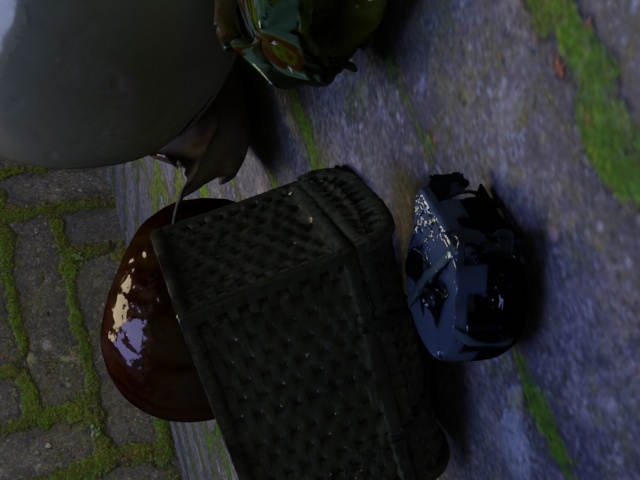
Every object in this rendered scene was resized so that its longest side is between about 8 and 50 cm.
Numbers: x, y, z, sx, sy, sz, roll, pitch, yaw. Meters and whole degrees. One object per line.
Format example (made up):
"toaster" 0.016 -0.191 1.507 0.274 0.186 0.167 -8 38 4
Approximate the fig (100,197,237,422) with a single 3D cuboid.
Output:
"fig" -0.119 0.075 0.910 0.235 0.215 0.234 173 90 -87

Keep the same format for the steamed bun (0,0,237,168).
"steamed bun" -0.183 -0.208 0.772 0.334 0.233 0.311 -44 37 50

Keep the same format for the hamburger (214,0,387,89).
"hamburger" -0.018 -0.205 0.542 0.235 0.125 0.214 173 80 -76

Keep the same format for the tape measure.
"tape measure" 0.081 0.021 0.486 0.091 0.054 0.094 -117 25 -56

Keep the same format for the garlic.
"garlic" -0.165 -0.129 0.953 0.338 0.196 0.151 38 149 36

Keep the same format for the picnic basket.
"picnic basket" -0.005 0.073 0.585 0.134 0.154 0.196 -127 20 -63

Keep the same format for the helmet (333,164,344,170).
"helmet" 0.000 0.000 0.696 0.098 0.071 0.123 97 154 -46
